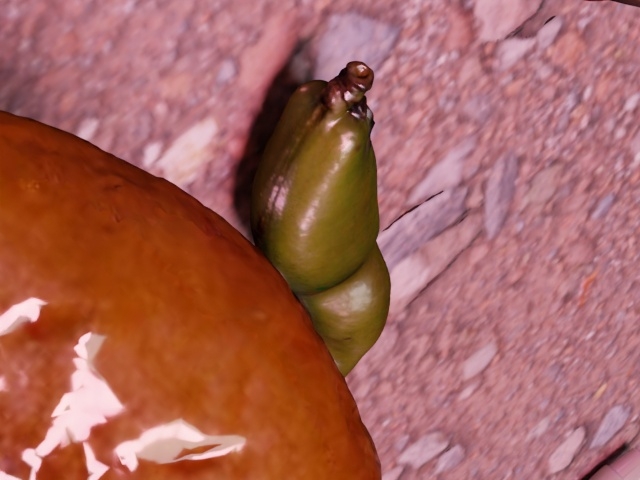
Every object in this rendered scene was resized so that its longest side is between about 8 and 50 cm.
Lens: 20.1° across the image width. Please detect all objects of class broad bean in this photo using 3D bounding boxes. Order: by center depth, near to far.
[{"bbox_3d":[0.000,0.000,0.769,0.070,0.048,0.213,-29,146,-26],"label":"broad bean"}]

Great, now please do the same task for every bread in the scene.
[{"bbox_3d":[-0.129,0.110,0.548,0.312,0.172,0.312,-2,100,-15],"label":"bread"}]

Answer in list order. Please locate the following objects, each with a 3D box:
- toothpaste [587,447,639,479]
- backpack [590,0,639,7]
[{"bbox_3d":[0.129,0.214,1.159,0.218,0.033,0.052,-42,143,-1],"label":"toothpaste"},{"bbox_3d":[0.184,-0.183,0.708,0.229,0.139,0.229,-13,133,-14],"label":"backpack"}]
